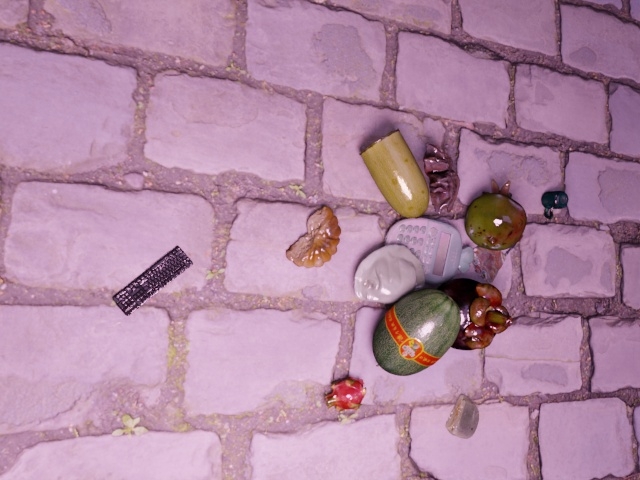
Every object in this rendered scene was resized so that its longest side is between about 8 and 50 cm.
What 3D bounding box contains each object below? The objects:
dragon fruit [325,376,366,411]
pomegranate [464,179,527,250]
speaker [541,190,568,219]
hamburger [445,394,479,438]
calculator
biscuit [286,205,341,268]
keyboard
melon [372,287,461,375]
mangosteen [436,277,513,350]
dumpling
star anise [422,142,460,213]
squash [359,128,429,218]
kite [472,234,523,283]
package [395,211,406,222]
[{"bbox_3d":[0.065,0.405,1.297,0.116,0.081,0.086,-1,96,-23],"label":"dragon fruit"},{"bbox_3d":[0.532,-0.081,1.491,0.181,0.181,0.224,34,59,-16],"label":"pomegranate"},{"bbox_3d":[0.767,-0.120,1.635,0.060,0.075,0.095,39,82,-15],"label":"speaker"},{"bbox_3d":[0.427,0.525,1.450,0.084,0.054,0.121,34,66,-14],"label":"hamburger"},{"bbox_3d":[0.321,0.031,1.448,0.295,0.042,0.184,14,88,-18],"label":"calculator"},{"bbox_3d":[0.000,0.000,1.319,0.118,0.061,0.183,37,72,-17],"label":"biscuit"},{"bbox_3d":[-0.396,0.095,1.172,0.195,0.018,0.060,-42,98,-21],"label":"keyboard"},{"bbox_3d":[0.241,0.248,1.292,0.182,0.182,0.288,29,116,-17],"label":"melon"},{"bbox_3d":[0.424,0.206,1.372,0.211,0.250,0.212,2,86,-28],"label":"mangosteen"},{"bbox_3d":[0.186,0.103,1.367,0.219,0.108,0.153,-9,63,-21],"label":"dumpling"},{"bbox_3d":[0.354,-0.173,1.426,0.231,0.089,0.209,21,65,-58],"label":"star anise"},{"bbox_3d":[0.224,-0.173,1.382,0.132,0.132,0.247,-33,94,-21],"label":"squash"},{"bbox_3d":[0.565,0.025,1.572,0.229,0.016,0.127,-43,104,-19],"label":"kite"},{"bbox_3d":[0.237,-0.072,1.446,0.037,0.015,0.111,-8,87,-18],"label":"package"}]
